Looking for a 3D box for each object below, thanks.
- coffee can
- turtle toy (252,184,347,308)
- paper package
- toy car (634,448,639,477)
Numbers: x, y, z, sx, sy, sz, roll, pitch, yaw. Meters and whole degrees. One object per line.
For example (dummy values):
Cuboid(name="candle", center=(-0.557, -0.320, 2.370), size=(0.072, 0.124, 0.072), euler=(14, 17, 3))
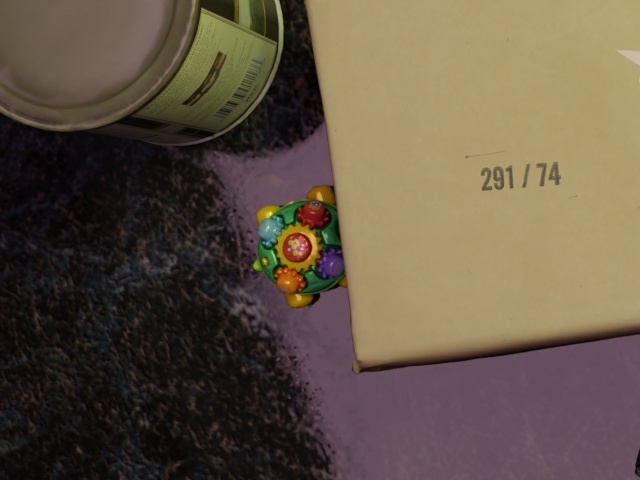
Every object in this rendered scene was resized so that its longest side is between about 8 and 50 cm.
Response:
Cuboid(name="coffee can", center=(-0.158, -0.181, 1.334), size=(0.201, 0.275, 0.202), euler=(0, 91, 12))
Cuboid(name="turtle toy", center=(0.000, 0.000, 1.409), size=(0.130, 0.066, 0.095), euler=(-22, 86, 12))
Cuboid(name="paper package", center=(0.175, -0.072, 1.268), size=(0.324, 0.168, 0.310), euler=(-10, 87, 22))
Cuboid(name="toy car", center=(0.293, 0.153, 1.355), size=(0.040, 0.060, 0.122), euler=(3, 99, -19))
